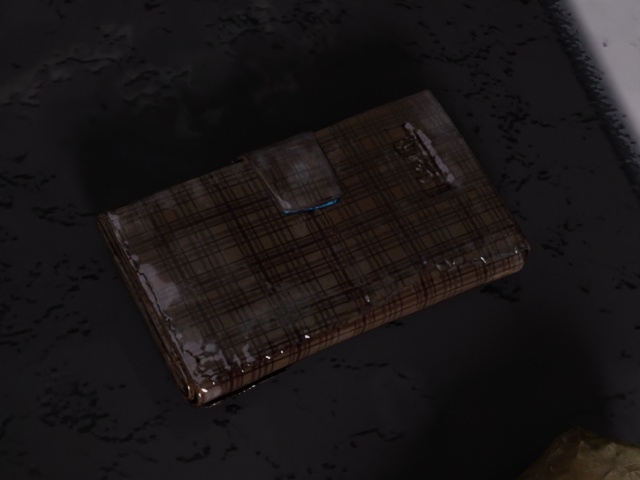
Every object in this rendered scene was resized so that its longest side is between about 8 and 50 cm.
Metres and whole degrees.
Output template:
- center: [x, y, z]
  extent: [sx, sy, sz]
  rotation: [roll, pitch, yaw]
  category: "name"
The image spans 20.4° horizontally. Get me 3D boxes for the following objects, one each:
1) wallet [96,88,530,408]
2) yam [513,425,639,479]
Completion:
- center: [0.000, 0.000, 0.992]
  extent: [0.230, 0.042, 0.124]
  rotation: [-22, 73, -27]
  category: "wallet"
- center: [0.050, 0.220, 0.862]
  extent: [0.081, 0.081, 0.357]
  rotation: [44, 56, 9]
  category: "yam"
